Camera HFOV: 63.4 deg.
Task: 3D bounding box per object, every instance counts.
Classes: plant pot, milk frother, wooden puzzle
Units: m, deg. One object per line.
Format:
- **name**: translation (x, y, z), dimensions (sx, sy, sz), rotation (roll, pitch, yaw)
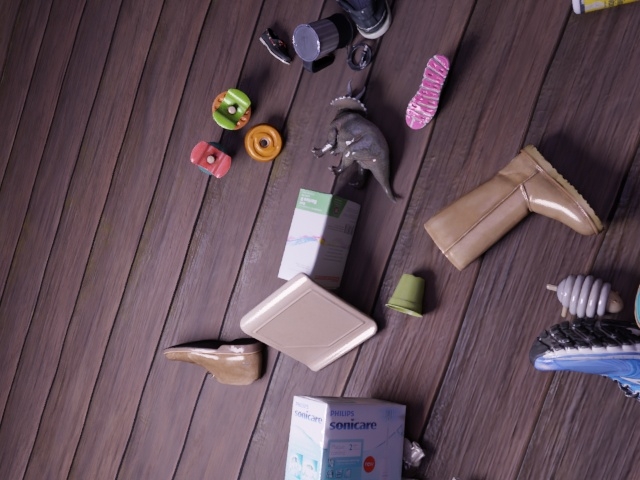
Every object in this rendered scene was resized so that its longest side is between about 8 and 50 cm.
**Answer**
- **plant pot**: translation (0.194, 0.117, 1.134), dimensions (0.083, 0.083, 0.079), rotation (13, 79, 29)
- **milk frother**: translation (0.033, -0.465, 1.246), dimensions (0.143, 0.135, 0.129), rotation (21, 133, 34)
- **wooden puzzle**: translation (-0.026, 0.187, 1.176), dimensions (0.221, 0.239, 0.044), rotation (-39, 28, 26)

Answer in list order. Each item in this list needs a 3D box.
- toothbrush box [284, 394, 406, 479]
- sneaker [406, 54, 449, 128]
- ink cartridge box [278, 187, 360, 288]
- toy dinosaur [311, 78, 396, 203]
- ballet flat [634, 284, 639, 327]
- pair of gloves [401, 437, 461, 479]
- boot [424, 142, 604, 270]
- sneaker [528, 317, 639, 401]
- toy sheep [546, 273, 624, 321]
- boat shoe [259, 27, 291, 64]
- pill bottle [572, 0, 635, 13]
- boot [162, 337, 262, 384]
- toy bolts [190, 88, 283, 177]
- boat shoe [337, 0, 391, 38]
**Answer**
- **toothbrush box**: translation (0.049, 0.475, 1.056), dimensions (0.126, 0.216, 0.295), rotation (-11, 68, 54)
- **sneaker**: translation (0.246, -0.332, 1.163), dimensions (0.063, 0.075, 0.170), rotation (25, 120, 12)
- **ink cartridge box**: translation (0.000, 0.000, 1.204), dimensions (0.093, 0.154, 0.212), rotation (14, 91, 29)
- **toy dinosaur**: translation (0.086, -0.222, 1.203), dimensions (0.160, 0.121, 0.313), rotation (-48, 60, 31)
- **ballet flat**: translation (0.601, 0.060, 0.881), dimensions (0.080, 0.073, 0.232), rotation (8, 69, 50)
- **pair of gloves**: translation (0.204, 0.541, 1.094), dimensions (0.240, 0.042, 0.204), rotation (31, 105, 34)
- **boot**: translation (0.380, -0.029, 1.042), dimensions (0.269, 0.089, 0.236), rotation (-42, 56, 19)
- **sneaker**: translation (0.531, 0.219, 0.880), dimensions (0.330, 0.130, 0.147), rotation (0, 102, 14)
- **toy sheep**: translation (0.489, 0.105, 0.964), dimensions (0.132, 0.091, 0.091), rotation (12, 90, 29)
- **boat shoe**: translation (-0.116, -0.520, 1.386), dimensions (0.042, 0.049, 0.133), rotation (-49, 60, 25)
- **pill bottle**: translation (0.573, -0.499, 0.972), dimensions (0.184, 0.103, 0.103), rotation (-3, 83, 29)
- **boot**: translation (-0.289, 0.321, 1.364), dimensions (0.305, 0.112, 0.115), rotation (-4, 93, 26)
- **toy bolts**: translation (-0.231, -0.264, 1.404), dimensions (0.218, 0.158, 0.228), rotation (37, 94, -14)
- **boat shoe**: translation (0.067, -0.656, 1.263), dimensions (0.127, 0.113, 0.340), rotation (-22, 74, 25)
